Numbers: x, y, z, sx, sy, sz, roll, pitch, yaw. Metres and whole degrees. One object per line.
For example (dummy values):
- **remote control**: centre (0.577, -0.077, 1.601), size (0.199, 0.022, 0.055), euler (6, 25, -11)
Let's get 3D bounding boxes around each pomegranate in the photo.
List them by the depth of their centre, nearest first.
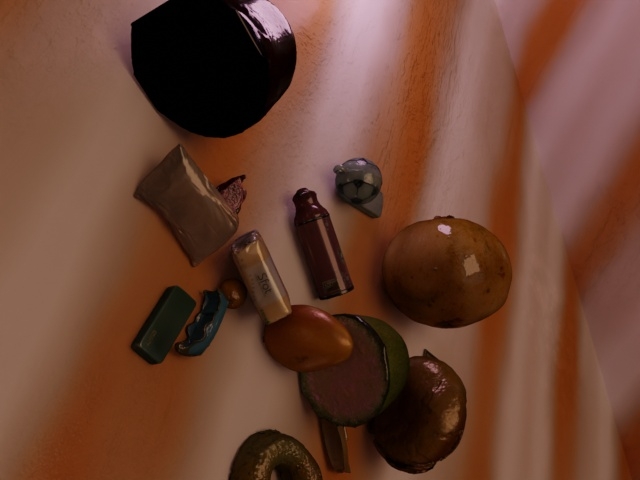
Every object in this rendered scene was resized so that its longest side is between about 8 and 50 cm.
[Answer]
- **pomegranate**: centre (0.411, 0.093, 2.223), size (0.417, 0.417, 0.416), euler (16, 68, -44)

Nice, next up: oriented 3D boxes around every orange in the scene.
- **orange**: centre (-0.226, 0.137, 1.743), size (0.085, 0.085, 0.084), euler (16, 68, -44)

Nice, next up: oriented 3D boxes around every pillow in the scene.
- **pillow**: centre (-0.326, -0.083, 1.667), size (0.173, 0.067, 0.270), euler (-38, 112, 1)

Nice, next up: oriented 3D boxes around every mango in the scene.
- **mango**: centre (-0.027, 0.257, 1.791), size (0.138, 0.257, 0.187), euler (-13, 89, -48)

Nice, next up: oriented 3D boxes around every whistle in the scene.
- **whistle**: centre (0.144, -0.176, 2.178), size (0.290, 0.164, 0.163), euler (26, 61, -40)

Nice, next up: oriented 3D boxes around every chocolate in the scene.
- **chocolate**: centre (-0.228, -0.482, 1.721), size (0.383, 0.384, 0.331), euler (56, 39, -21)

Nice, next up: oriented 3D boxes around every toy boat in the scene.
- **toy boat**: centre (-0.293, 0.200, 1.652), size (0.077, 0.075, 0.185), euler (42, 56, -35)
- **toy boat**: centre (0.047, 0.564, 1.936), size (0.072, 0.065, 0.206), euler (-1, 78, -65)

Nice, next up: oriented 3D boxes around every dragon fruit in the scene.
- **dragon fruit**: centre (-0.244, -0.095, 1.776), size (0.147, 0.102, 0.096), euler (-45, 106, -34)

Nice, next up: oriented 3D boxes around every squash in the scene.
- **squash**: centre (0.146, 0.358, 1.929), size (0.309, 0.310, 0.310), euler (7, 74, -51)

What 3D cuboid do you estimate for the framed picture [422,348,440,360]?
- **framed picture**: centre (0.391, 0.516, 2.360), size (0.173, 0.010, 0.231), euler (41, 52, -33)

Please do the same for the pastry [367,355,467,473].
- **pastry**: centre (0.284, 0.511, 2.020), size (0.164, 0.356, 0.355), euler (25, 61, -30)

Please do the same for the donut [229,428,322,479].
- **donut**: centre (-0.103, 0.617, 1.723), size (0.272, 0.107, 0.271), euler (18, 64, -43)

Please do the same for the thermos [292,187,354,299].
- **thermos**: centre (0.004, -0.001, 2.009), size (0.136, 0.110, 0.330), euler (-23, 96, -48)

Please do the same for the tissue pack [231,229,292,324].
- **tissue pack**: centre (-0.154, 0.090, 1.771), size (0.186, 0.090, 0.222), euler (-122, -170, -80)

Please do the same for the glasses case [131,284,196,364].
- **glasses case**: centre (-0.367, 0.198, 1.599), size (0.078, 0.039, 0.184), euler (48, 48, -28)
